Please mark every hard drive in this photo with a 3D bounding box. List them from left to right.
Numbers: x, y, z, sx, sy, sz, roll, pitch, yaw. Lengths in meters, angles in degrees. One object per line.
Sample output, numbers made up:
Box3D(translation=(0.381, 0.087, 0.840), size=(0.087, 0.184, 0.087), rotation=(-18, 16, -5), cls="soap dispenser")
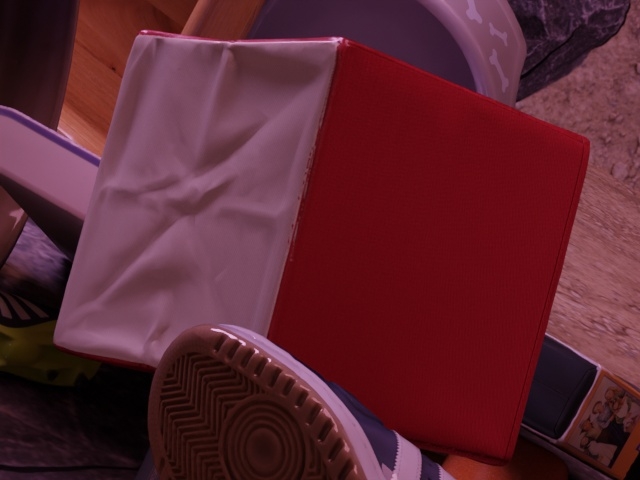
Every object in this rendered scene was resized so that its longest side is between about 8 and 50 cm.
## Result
Box3D(translation=(-0.117, 0.011, 1.201), size=(0.210, 0.040, 0.318), rotation=(29, -10, 8), cls="hard drive")

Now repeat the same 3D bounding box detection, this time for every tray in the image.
Box3D(translation=(-0.245, -0.235, 1.468), size=(0.411, 0.203, 0.076), rotation=(39, 19, 28), cls="tray")

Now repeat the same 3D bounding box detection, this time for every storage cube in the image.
Box3D(translation=(0.000, 0.000, 0.931), size=(0.193, 0.215, 0.184), rotation=(17, -4, -41), cls="storage cube")

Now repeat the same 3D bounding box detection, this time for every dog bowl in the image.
Box3D(translation=(0.030, -0.143, 1.688), size=(0.349, 0.348, 0.102), rotation=(28, 27, 1), cls="dog bowl")

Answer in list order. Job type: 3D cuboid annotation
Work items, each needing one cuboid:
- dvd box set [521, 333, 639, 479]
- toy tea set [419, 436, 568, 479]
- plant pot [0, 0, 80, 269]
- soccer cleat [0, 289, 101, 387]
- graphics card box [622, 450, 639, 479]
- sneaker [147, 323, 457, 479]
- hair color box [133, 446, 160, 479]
Box3D(translation=(0.149, 0.105, 1.286), size=(0.308, 0.062, 0.420), rotation=(28, -3, 36), cls="dvd box set")
Box3D(translation=(0.183, 0.237, 1.142), size=(0.336, 0.124, 0.200), rotation=(23, -15, -2), cls="toy tea set")
Box3D(translation=(-0.339, -0.145, 1.162), size=(0.280, 0.323, 0.323), rotation=(11, 14, 2), cls="plant pot")
Box3D(translation=(-0.221, 0.054, 1.102), size=(0.179, 0.060, 0.072), rotation=(23, 4, -41), cls="soccer cleat")
Box3D(translation=(0.279, 0.246, 0.961), size=(0.371, 0.232, 0.094), rotation=(18, 18, -35), cls="graphics card box")
Box3D(translation=(0.056, 0.136, 0.752), size=(0.282, 0.099, 0.153), rotation=(42, 25, 26), cls="sneaker")
Box3D(translation=(0.018, 0.227, 0.802), size=(0.185, 0.113, 0.374), rotation=(21, 15, -20), cls="hair color box")
